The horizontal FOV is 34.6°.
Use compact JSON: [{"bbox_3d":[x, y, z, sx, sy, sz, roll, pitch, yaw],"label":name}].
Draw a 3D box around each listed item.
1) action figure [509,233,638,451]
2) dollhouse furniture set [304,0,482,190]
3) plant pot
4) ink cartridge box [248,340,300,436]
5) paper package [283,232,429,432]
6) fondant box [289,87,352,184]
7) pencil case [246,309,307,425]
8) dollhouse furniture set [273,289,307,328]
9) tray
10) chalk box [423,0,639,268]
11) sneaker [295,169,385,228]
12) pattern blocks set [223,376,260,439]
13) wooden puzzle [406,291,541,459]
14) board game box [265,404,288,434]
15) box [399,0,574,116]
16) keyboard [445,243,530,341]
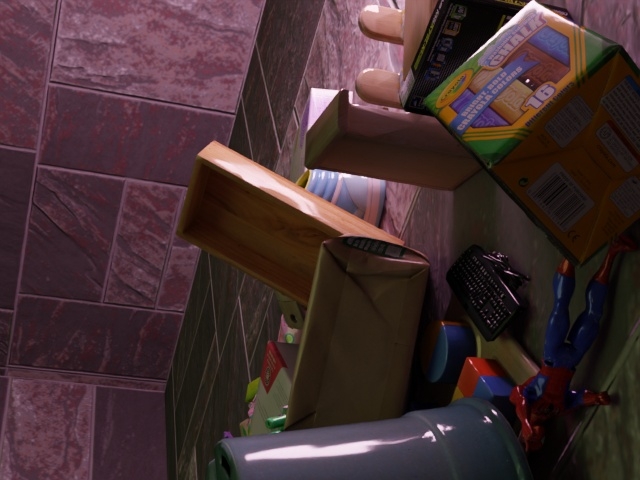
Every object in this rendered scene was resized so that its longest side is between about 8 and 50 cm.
[{"bbox_3d":[0.288,0.136,1.170,0.139,0.092,0.280,-97,20,-68],"label":"action figure"},{"bbox_3d":[0.129,-0.304,1.651,0.362,0.257,0.394,138,137,-66],"label":"dollhouse furniture set"},{"bbox_3d":[0.040,0.364,1.248,0.341,0.334,0.341,-179,90,-73],"label":"plant pot"},{"bbox_3d":[-0.043,0.433,2.049,0.279,0.160,0.384,-131,51,-67],"label":"ink cartridge box"},{"bbox_3d":[0.067,0.151,1.625,0.325,0.168,0.309,-17,-62,-83],"label":"paper package"},{"bbox_3d":[-0.007,-0.161,2.264,0.330,0.096,0.238,122,153,-72],"label":"fondant box"},{"bbox_3d":[-0.066,0.288,2.222,0.124,0.124,0.284,-136,66,-71],"label":"pencil case"},{"bbox_3d":[-0.057,0.103,2.163,0.184,0.129,0.129,-6,108,54],"label":"dollhouse furniture set"},{"bbox_3d":[-0.064,-0.005,1.945,0.076,0.411,0.202,-52,-13,-51],"label":"tray"},{"bbox_3d":[0.254,-0.138,1.166,0.179,0.180,0.289,-42,27,9],"label":"chalk box"},{"bbox_3d":[0.000,0.000,2.037,0.127,0.208,0.319,-149,67,-72],"label":"sneaker"},{"bbox_3d":[-0.124,0.456,2.364,0.325,0.026,0.285,-29,59,43],"label":"pattern blocks set"},{"bbox_3d":[0.193,0.259,1.467,0.348,0.081,0.322,-114,35,-62],"label":"wooden puzzle"},{"bbox_3d":[-0.013,0.532,1.652,0.390,0.050,0.390,51,140,38],"label":"board game box"},{"bbox_3d":[0.226,-0.248,1.419,0.045,0.184,0.190,-96,22,-48],"label":"box"},{"bbox_3d":[0.229,0.056,1.446,0.100,0.038,0.192,-48,28,11],"label":"keyboard"}]
